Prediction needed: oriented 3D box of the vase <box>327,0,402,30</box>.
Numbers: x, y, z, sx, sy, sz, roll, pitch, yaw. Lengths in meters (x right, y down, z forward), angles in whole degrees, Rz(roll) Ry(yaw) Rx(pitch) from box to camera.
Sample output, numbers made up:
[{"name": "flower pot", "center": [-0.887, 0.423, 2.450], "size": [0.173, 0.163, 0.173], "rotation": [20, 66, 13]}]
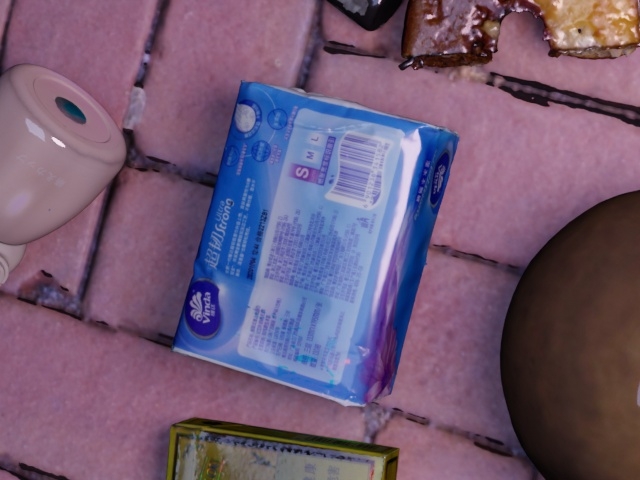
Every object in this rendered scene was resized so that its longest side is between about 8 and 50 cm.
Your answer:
[{"name": "vase", "center": [-0.014, -0.286, 1.385], "size": [0.211, 0.060, 0.060], "rotation": [39, 100, 14]}]

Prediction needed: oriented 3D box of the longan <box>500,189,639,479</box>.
[{"name": "longan", "center": [0.295, 0.098, 1.185], "size": [0.297, 0.297, 0.297], "rotation": [0, 89, 16]}]

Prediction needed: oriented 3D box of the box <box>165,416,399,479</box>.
[{"name": "box", "center": [-0.042, 0.257, 1.382], "size": [0.220, 0.064, 0.141], "rotation": [7, 92, 18]}]

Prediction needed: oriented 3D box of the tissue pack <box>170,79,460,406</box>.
[{"name": "tissue pack", "center": [0.000, 0.000, 1.330], "size": [0.198, 0.146, 0.263], "rotation": [15, 94, 18]}]

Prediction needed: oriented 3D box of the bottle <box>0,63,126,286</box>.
[{"name": "bottle", "center": [-0.318, -0.048, 1.431], "size": [0.147, 0.147, 0.236], "rotation": [47, 109, 12]}]

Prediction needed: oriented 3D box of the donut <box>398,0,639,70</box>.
[{"name": "donut", "center": [0.189, -0.220, 1.311], "size": [0.217, 0.085, 0.141], "rotation": [3, 89, 15]}]
